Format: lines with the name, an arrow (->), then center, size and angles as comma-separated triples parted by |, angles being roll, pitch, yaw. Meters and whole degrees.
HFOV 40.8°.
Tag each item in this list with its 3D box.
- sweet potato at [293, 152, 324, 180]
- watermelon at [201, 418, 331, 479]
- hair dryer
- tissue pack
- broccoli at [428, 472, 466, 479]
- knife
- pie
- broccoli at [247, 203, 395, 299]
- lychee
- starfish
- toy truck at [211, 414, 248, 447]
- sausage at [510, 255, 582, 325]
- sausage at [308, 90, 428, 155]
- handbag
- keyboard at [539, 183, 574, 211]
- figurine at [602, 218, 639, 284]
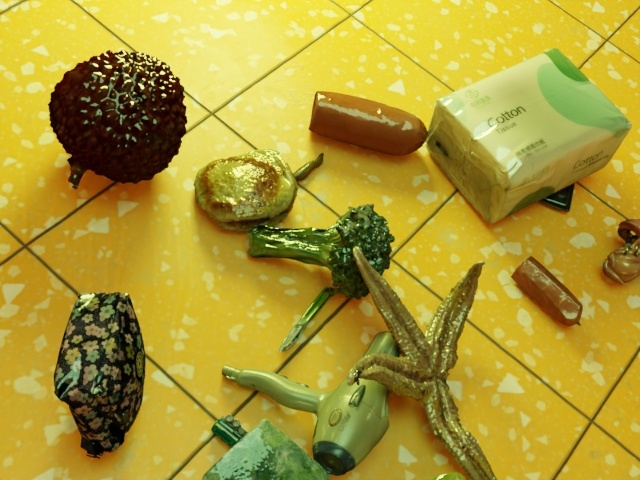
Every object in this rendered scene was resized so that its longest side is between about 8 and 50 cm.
sweet potato -> -0.025, -0.153, 1.823 | 0.026, 0.026, 0.115 | 43, 55, 15
watermelon -> -0.118, 0.442, 1.316 | 0.228, 0.258, 0.387 | 17, 97, -20
hair dryer -> 0.023, 0.242, 1.542 | 0.298, 0.119, 0.296 | 36, 49, 26
tissue pack -> 0.449, -0.233, 1.879 | 0.356, 0.194, 0.266 | -25, 63, -22
broccoli -> 0.259, 0.548, 1.346 | 0.252, 0.221, 0.361 | -7, 51, 24
knife -> -0.029, 0.150, 1.622 | 0.022, 0.026, 0.184 | 38, 53, 3
pie -> -0.148, -0.105, 1.722 | 0.205, 0.084, 0.179 | -15, 62, -19
broccoli -> 0.012, -0.012, 1.676 | 0.274, 0.177, 0.198 | 19, 50, 19
lychee -> -0.390, -0.227, 1.640 | 0.264, 0.264, 0.300 | 35, 80, 10
starfish -> 0.200, 0.213, 1.536 | 0.383, 0.132, 0.398 | 34, 57, -30
toy truck -> -0.143, 0.332, 1.463 | 0.083, 0.039, 0.044 | 36, 73, 12
sausage -> 0.470, 0.109, 1.752 | 0.065, 0.065, 0.169 | -35, 72, -31
sausage -> 0.105, -0.252, 1.869 | 0.259, 0.114, 0.114 | 15, 55, -3
handbag -> -0.348, 0.217, 1.388 | 0.126, 0.208, 0.229 | -1, 50, 2
keyboard -> 0.548, -0.163, 1.976 | 0.093, 0.025, 0.230 | 22, 55, 2
figurine -> 0.671, 0.026, 1.830 | 0.114, 0.126, 0.157 | 2, 40, 41
